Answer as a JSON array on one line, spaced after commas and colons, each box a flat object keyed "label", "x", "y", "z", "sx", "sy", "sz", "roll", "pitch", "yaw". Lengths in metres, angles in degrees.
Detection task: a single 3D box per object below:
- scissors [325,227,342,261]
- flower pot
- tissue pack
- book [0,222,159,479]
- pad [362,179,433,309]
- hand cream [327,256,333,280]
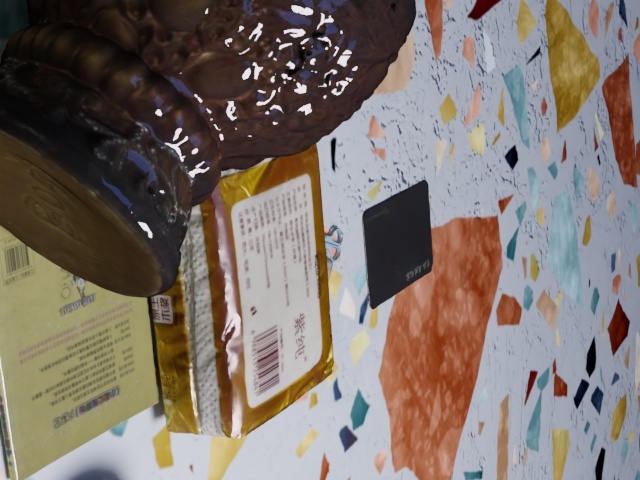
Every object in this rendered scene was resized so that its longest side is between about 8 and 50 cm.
[{"label": "scissors", "x": 0.000, "y": 0.000, "z": 1.285, "sx": 0.083, "sy": 0.006, "sz": 0.036, "roll": 18, "pitch": 80, "yaw": -59}, {"label": "flower pot", "x": -0.110, "y": -0.120, "z": 0.863, "sx": 0.267, "sy": 0.267, "sz": 0.266, "roll": -56, "pitch": 140, "yaw": -21}, {"label": "tissue pack", "x": -0.063, "y": 0.033, "z": 1.098, "sx": 0.183, "sy": 0.092, "sz": 0.226, "roll": -29, "pitch": 117, "yaw": -57}, {"label": "book", "x": -0.186, "y": 0.064, "z": 0.975, "sx": 0.168, "sy": 0.013, "sz": 0.192, "roll": -26, "pitch": 116, "yaw": -55}, {"label": "pad", "x": 0.089, "y": 0.003, "z": 1.437, "sx": 0.157, "sy": 0.003, "sz": 0.112, "roll": -29, "pitch": 118, "yaw": -55}, {"label": "hand cream", "x": -0.021, "y": 0.080, "z": 1.239, "sx": 0.061, "sy": 0.039, "sz": 0.143, "roll": 14, "pitch": 91, "yaw": -58}]
